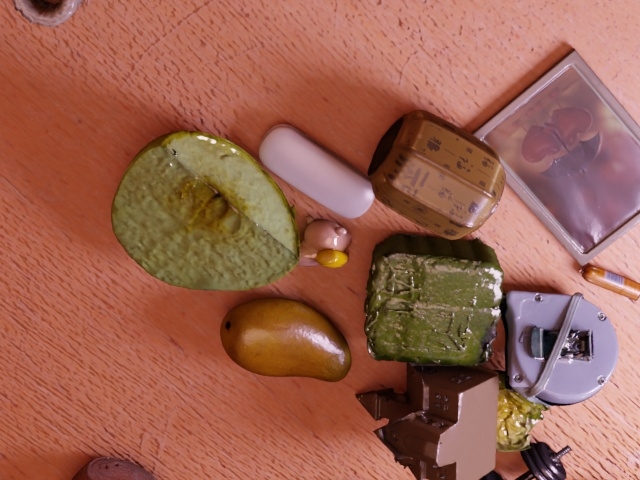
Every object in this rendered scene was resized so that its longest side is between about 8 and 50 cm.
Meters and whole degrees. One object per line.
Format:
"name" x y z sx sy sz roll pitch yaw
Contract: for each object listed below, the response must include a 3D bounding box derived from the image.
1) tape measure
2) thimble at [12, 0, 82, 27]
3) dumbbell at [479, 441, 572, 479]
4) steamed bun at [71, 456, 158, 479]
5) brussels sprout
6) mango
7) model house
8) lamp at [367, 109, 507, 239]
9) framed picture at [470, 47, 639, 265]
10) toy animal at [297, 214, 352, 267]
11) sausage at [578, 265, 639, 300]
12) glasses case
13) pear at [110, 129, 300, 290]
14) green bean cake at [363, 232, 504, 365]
"tape measure" 0.377 0.170 1.947 0.181 0.107 0.182 -3 72 -2
"thimble" -0.397 -0.372 1.781 0.102 0.090 0.115 -38 107 15
"dumbbell" 0.338 0.408 2.078 0.208 0.099 0.099 -39 106 16
"steamed bun" -0.354 0.445 2.108 0.175 0.106 0.144 28 105 -25
"brussels sprout" 0.286 0.273 2.027 0.181 0.100 0.139 6 116 26
"mango" -0.052 0.164 1.990 0.228 0.099 0.136 19 107 -15
"model house" 0.139 0.285 1.980 0.248 0.176 0.180 10 106 41
"lamp" 0.175 -0.099 1.850 0.185 0.161 0.161 31 109 -11
"framed picture" 0.399 -0.123 1.907 0.211 0.020 0.289 -39 107 16
"toy animal" 0.000 0.000 1.940 0.114 0.091 0.082 1 96 32
"sausage" 0.463 0.064 1.973 0.107 0.031 0.031 22 111 -8
"glasses case" -0.005 -0.106 1.903 0.197 0.049 0.076 32 109 -11
"pear" -0.191 -0.035 1.897 0.288 0.139 0.239 39 123 -18
"green bean cake" 0.175 0.096 1.948 0.214 0.113 0.200 6 113 -1
